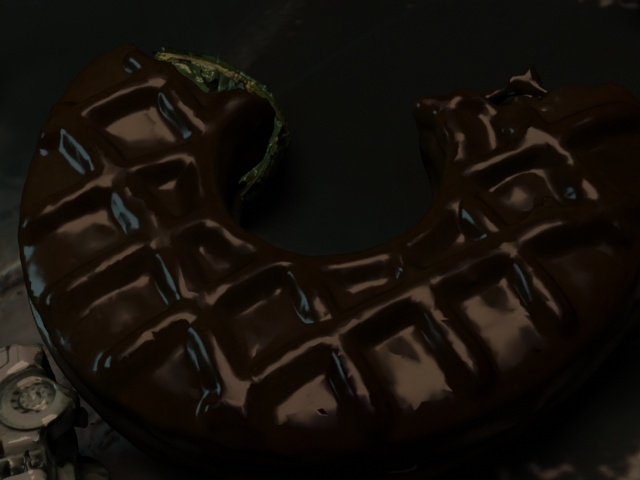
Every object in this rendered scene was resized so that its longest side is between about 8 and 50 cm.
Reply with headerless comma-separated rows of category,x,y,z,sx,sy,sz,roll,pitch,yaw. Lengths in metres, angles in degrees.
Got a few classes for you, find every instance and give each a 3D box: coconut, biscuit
coconut,-0.077,-0.054,1.164,0.133,0.055,0.158,6,50,22
biscuit,0.006,0.015,1.001,0.366,0.115,0.268,3,55,11

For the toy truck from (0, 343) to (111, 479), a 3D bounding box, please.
toy truck,-0.171,0.183,0.922,0.135,0.114,0.270,-12,46,-1
